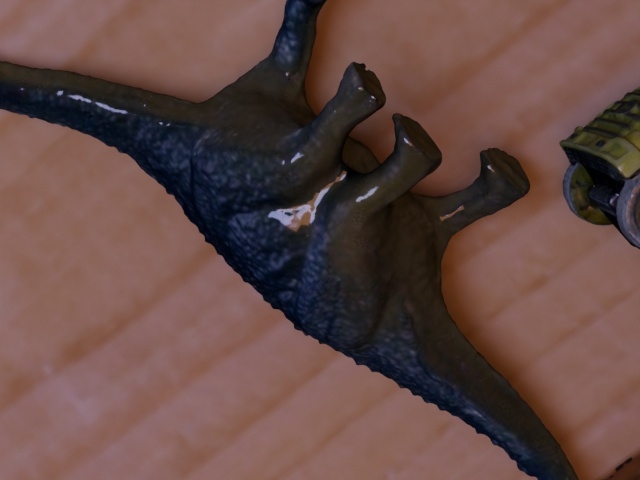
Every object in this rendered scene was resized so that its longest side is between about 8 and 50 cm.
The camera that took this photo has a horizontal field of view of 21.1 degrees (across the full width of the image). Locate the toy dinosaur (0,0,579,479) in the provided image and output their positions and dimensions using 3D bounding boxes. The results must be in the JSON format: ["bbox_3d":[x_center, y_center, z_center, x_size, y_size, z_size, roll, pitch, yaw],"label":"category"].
[{"bbox_3d":[0.004,-0.010,0.713,0.363,0.076,0.147,41,119,-5],"label":"toy dinosaur"}]

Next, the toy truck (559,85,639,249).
[{"bbox_3d":[0.198,0.002,0.705,0.116,0.085,0.191,-42,101,-1],"label":"toy truck"}]
